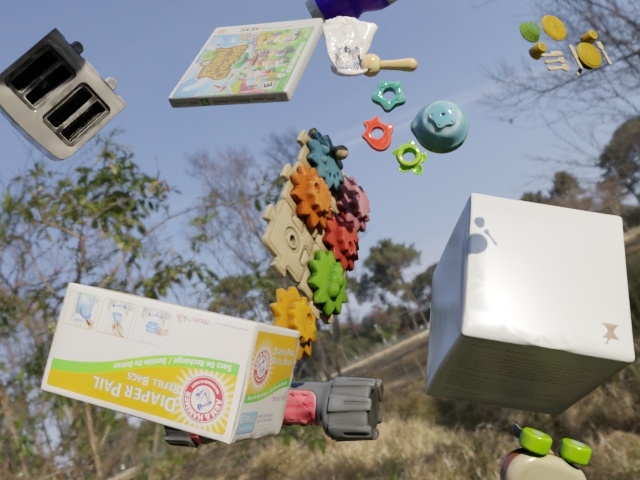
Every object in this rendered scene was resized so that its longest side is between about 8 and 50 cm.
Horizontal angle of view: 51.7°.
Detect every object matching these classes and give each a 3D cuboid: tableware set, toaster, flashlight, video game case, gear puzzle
[{"bbox_3d":[0.381,-0.306,1.034,0.154,0.104,0.024,-13,-16,-28],"label":"tableware set"},{"bbox_3d":[-0.440,-0.233,1.088,0.186,0.168,0.110,-47,23,-14],"label":"toaster"},{"bbox_3d":[-0.070,0.241,0.921,0.304,0.103,0.103,-3,-12,18],"label":"flashlight"},{"bbox_3d":[-0.110,-0.278,1.025,0.193,0.212,0.023,1,-44,19],"label":"video game case"},{"bbox_3d":[0.000,0.000,0.833,0.044,0.339,0.175,-15,-54,30],"label":"gear puzzle"}]

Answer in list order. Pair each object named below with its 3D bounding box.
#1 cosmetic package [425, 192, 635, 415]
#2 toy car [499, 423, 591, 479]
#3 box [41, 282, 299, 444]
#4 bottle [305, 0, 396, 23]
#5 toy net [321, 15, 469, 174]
[{"bbox_3d":[0.432,0.156,1.450,0.329,0.327,0.394,10,-29,1],"label":"cosmetic package"},{"bbox_3d":[0.371,0.404,1.188,0.149,0.155,0.188,17,2,-8],"label":"toy car"},{"bbox_3d":[-0.138,0.113,0.628,0.203,0.103,0.114,9,-8,19],"label":"box"},{"bbox_3d":[0.106,-0.489,1.217,0.283,0.118,0.092,-31,-22,14],"label":"bottle"},{"bbox_3d":[0.075,-0.185,0.832,0.122,0.232,0.045,-42,-15,-5],"label":"toy net"}]
